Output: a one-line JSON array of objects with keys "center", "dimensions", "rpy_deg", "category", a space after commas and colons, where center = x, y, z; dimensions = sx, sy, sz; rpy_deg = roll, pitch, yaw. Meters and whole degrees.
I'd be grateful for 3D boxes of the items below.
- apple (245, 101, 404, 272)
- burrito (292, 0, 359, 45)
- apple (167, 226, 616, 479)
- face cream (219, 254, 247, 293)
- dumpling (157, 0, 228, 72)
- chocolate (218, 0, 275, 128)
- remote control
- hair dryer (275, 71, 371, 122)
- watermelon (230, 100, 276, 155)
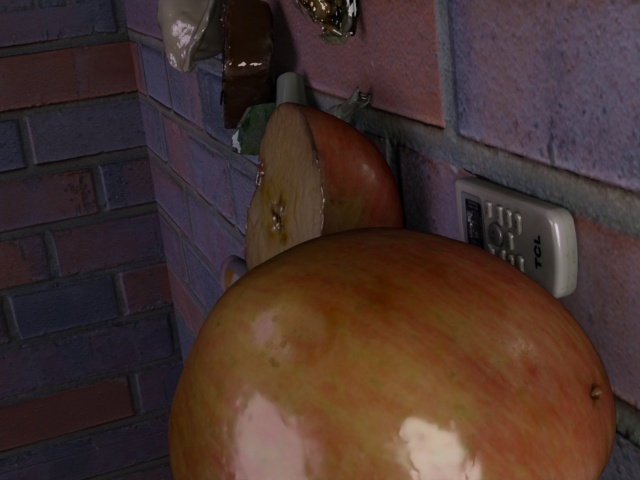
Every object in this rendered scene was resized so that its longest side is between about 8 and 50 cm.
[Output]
[{"center": [0.016, -0.025, 1.217], "dimensions": [0.251, 0.163, 0.293], "rpy_deg": [-115, 35, -47], "category": "apple"}, {"center": [-0.039, -0.427, 1.225], "dimensions": [0.175, 0.107, 0.348], "rpy_deg": [79, 170, -54], "category": "burrito"}, {"center": [0.050, 0.174, 0.858], "dimensions": [0.346, 0.391, 0.391], "rpy_deg": [38, 148, 15], "category": "apple"}, {"center": [-0.151, 0.100, 1.963], "dimensions": [0.269, 0.073, 0.108], "rpy_deg": [-158, 65, -70], "category": "face cream"}, {"center": [-0.212, -0.420, 1.689], "dimensions": [0.193, 0.147, 0.258], "rpy_deg": [-33, 41, 52], "category": "dumpling"}, {"center": [-0.121, -0.285, 1.549], "dimensions": [0.214, 0.093, 0.149], "rpy_deg": [101, 169, -68], "category": "chocolate"}, {"center": [0.188, -0.006, 0.919], "dimensions": [0.190, 0.029, 0.088], "rpy_deg": [-145, 45, -64], "category": "remote control"}, {"center": [-0.010, -0.192, 1.361], "dimensions": [0.267, 0.092, 0.229], "rpy_deg": [-57, 35, 40], "category": "hair dryer"}, {"center": [-0.055, -0.186, 1.528], "dimensions": [0.158, 0.121, 0.098], "rpy_deg": [-17, -64, -65], "category": "watermelon"}]
